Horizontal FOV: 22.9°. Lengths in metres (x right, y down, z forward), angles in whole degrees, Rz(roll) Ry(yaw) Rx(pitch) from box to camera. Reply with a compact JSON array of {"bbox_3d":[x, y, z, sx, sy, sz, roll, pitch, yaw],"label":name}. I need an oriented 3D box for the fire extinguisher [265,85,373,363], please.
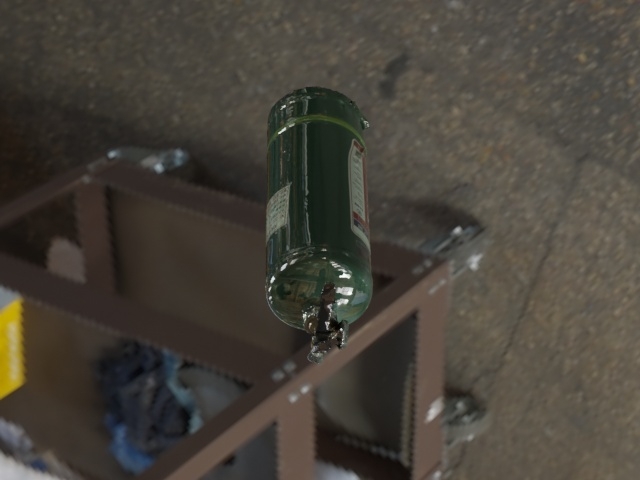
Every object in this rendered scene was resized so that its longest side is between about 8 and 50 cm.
[{"bbox_3d":[0.000,0.000,1.332,0.093,0.294,0.118,3,136,-4],"label":"fire extinguisher"}]
